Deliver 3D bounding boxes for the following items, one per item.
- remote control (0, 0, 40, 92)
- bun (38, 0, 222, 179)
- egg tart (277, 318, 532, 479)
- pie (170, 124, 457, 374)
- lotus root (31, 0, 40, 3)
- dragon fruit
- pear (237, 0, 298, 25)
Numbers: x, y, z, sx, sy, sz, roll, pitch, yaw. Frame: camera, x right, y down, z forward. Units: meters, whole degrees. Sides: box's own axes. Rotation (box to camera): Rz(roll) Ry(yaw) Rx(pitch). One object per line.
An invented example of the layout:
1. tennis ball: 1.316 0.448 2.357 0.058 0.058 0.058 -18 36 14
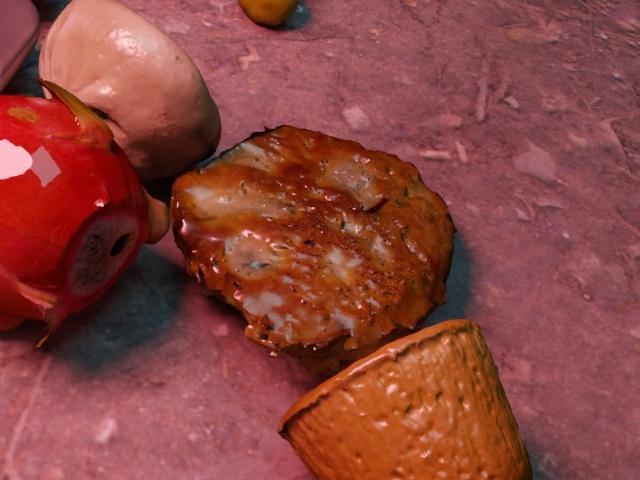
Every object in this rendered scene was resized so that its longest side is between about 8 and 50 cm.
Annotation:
1. remote control: -0.428 -0.185 0.882 0.221 0.103 0.332 3 40 7
2. bun: -0.211 -0.147 0.894 0.231 0.231 0.133 39 73 16
3. egg tart: 0.077 0.174 0.707 0.203 0.202 0.147 -14 66 -31
4. pie: 0.000 0.000 0.892 0.288 0.103 0.355 36 42 14
5. lotus root: -0.433 -0.347 1.060 0.204 0.078 0.183 23 26 -19
6. dragon fruit: -0.270 -0.034 0.755 0.227 0.224 0.224 39 47 19
7. pear: -0.073 -0.361 1.214 0.092 0.096 0.092 15 12 -3
